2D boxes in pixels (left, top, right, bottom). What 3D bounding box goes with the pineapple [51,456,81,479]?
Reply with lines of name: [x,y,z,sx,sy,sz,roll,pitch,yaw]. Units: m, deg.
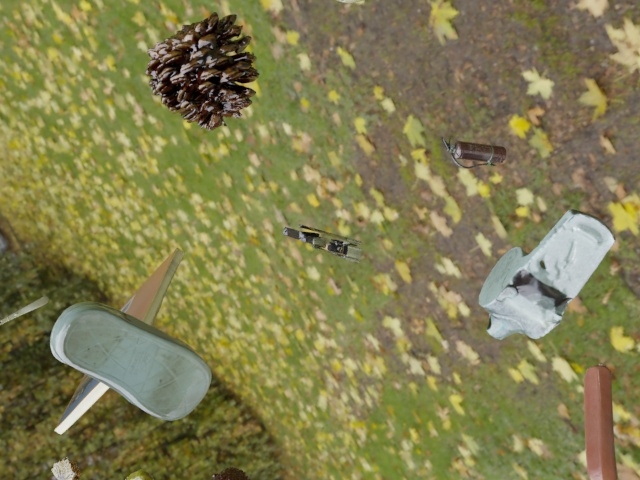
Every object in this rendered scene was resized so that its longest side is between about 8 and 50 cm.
pineapple: [-0.443,0.408,1.325,0.083,0.045,0.019,31,179,41]

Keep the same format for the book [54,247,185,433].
book: [-0.407,0.196,1.559,0.028,0.262,0.374,39,-151,-17]

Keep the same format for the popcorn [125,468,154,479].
popcorn: [-0.415,0.617,1.673,0.197,0.213,0.198,15,162,5]

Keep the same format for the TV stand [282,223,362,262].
TV stand: [0.000,0.000,1.476,0.249,0.036,0.042,17,94,58]

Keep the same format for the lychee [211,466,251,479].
lychee: [-0.210,0.594,1.744,0.123,0.123,0.129,105,146,-65]

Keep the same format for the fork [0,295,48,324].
fork: [-0.778,0.192,1.877,0.034,0.219,0.028,59,146,-2]

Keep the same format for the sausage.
sausage: [0.315,0.207,0.849,0.030,0.147,0.035,33,140,-32]

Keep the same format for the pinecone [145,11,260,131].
pinecone: [-0.216,-0.311,1.429,0.221,0.221,0.221,52,160,28]

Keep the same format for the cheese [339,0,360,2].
cheese: [0.095,-0.446,1.243,0.097,0.192,0.037,63,155,14]

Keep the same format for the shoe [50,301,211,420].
shoe: [-0.188,0.109,0.742,0.078,0.079,0.195,36,176,42]

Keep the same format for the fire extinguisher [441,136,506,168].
fire extinguisher: [0.361,-0.203,1.781,0.045,0.157,0.078,129,141,-57]

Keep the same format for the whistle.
whistle: [0.560,0.099,1.908,0.168,0.188,0.405,31,141,-5]
